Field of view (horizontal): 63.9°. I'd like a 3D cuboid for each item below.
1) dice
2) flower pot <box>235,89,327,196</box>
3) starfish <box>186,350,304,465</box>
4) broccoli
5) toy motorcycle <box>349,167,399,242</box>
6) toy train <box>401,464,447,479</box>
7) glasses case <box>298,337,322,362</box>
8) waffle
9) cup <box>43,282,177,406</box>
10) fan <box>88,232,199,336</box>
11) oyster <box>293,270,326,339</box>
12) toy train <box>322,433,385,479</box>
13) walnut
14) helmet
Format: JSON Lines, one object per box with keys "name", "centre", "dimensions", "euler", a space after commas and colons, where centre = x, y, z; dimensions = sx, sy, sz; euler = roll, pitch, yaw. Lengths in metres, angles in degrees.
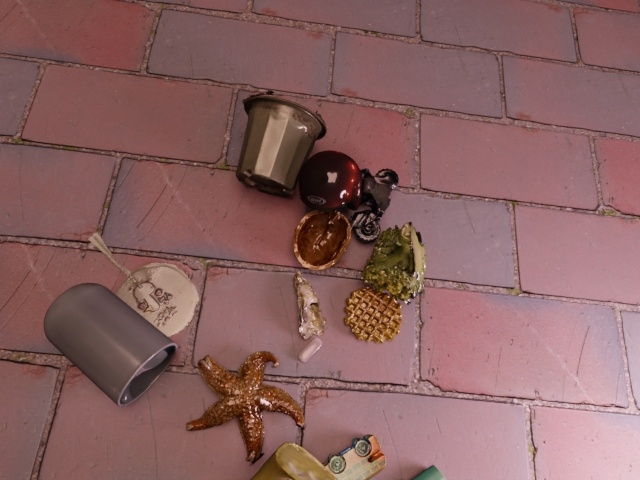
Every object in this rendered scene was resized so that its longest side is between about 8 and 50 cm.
{"name": "dice", "centre": [-0.078, 0.646, 1.214], "dimensions": [0.233, 0.238, 0.227], "euler": [41, 90, 14]}
{"name": "flower pot", "centre": [-0.141, -0.288, 1.631], "dimensions": [0.290, 0.290, 0.259], "euler": [15, 79, 0]}
{"name": "starfish", "centre": [-0.210, 0.445, 1.383], "dimensions": [0.312, 0.113, 0.303], "euler": [-12, 69, -14]}
{"name": "broccoli", "centre": [0.210, 0.053, 1.533], "dimensions": [0.180, 0.273, 0.242], "euler": [-2, 52, 23]}
{"name": "toy motorcycle", "centre": [0.151, -0.130, 1.664], "dimensions": [0.159, 0.106, 0.270], "euler": [23, 71, 4]}
{"name": "toy train", "centre": [0.255, 0.705, 1.345], "dimensions": [0.248, 0.101, 0.159], "euler": [-26, 57, -17]}
{"name": "glasses case", "centre": [-0.030, 0.320, 1.500], "dimensions": [0.032, 0.021, 0.083], "euler": [40, 69, 13]}
{"name": "waffle", "centre": [0.159, 0.225, 1.553], "dimensions": [0.191, 0.038, 0.191], "euler": [3, 68, -6]}
{"name": "cup", "centre": [-0.562, 0.262, 1.362], "dimensions": [0.312, 0.205, 0.205], "euler": [38, 68, 10]}
{"name": "fan", "centre": [-0.550, 0.121, 1.524], "dimensions": [0.415, 0.012, 0.233], "euler": [40, 68, 9]}
{"name": "oyster", "centre": [-0.037, 0.199, 1.543], "dimensions": [0.106, 0.061, 0.200], "euler": [12, 68, -21]}
{"name": "toy train", "centre": [0.085, 0.600, 1.373], "dimensions": [0.188, 0.072, 0.099], "euler": [-28, 81, -16]}
{"name": "walnut", "centre": [-0.001, 0.002, 1.600], "dimensions": [0.167, 0.087, 0.211], "euler": [33, 76, 3]}
{"name": "helmet", "centre": [0.030, -0.177, 1.568], "dimensions": [0.189, 0.193, 0.216], "euler": [13, 44, 22]}
